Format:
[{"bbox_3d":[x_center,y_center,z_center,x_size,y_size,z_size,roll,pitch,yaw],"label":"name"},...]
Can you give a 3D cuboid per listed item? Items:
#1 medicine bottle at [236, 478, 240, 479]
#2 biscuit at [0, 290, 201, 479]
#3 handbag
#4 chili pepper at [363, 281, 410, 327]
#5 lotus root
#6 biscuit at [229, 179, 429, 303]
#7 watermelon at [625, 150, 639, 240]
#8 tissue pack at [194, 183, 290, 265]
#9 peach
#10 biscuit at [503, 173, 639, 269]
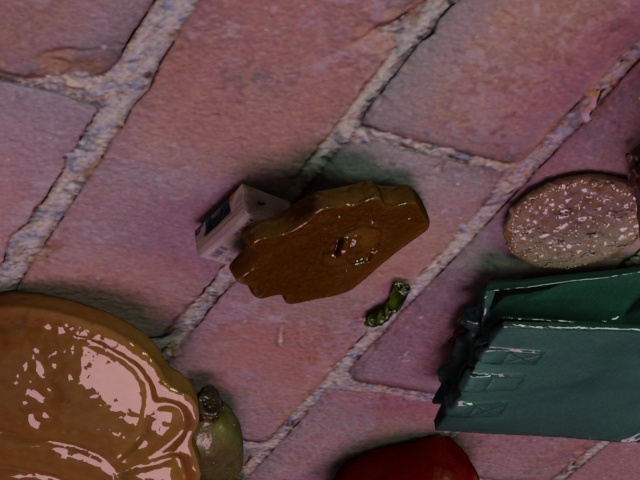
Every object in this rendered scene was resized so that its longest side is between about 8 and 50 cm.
[{"bbox_3d":[-0.210,0.353,2.174,0.260,0.064,0.095,-20,171,23],"label":"medicine bottle"},{"bbox_3d":[-0.280,0.209,1.853,0.312,0.057,0.351,2,124,4],"label":"biscuit"},{"bbox_3d":[0.274,0.119,1.907,0.274,0.100,0.269,1,148,-10],"label":"handbag"},{"bbox_3d":[0.072,0.070,1.862,0.027,0.022,0.083,-23,160,-42],"label":"chili pepper"},{"bbox_3d":[-0.132,0.229,2.000,0.090,0.077,0.183,-3,148,-5],"label":"lotus root"},{"bbox_3d":[-0.001,-0.002,1.683,0.182,0.034,0.215,-40,152,28],"label":"biscuit"},{"bbox_3d":[0.367,-0.100,1.572,0.180,0.224,0.305,32,145,23],"label":"watermelon"},{"bbox_3d":[-0.074,-0.012,1.696,0.062,0.042,0.083,19,136,-33],"label":"tissue pack"},{"bbox_3d":[0.103,0.325,2.151,0.190,0.192,0.190,25,169,5],"label":"peach"},{"bbox_3d":[0.258,-0.019,1.765,0.152,0.020,0.152,-5,143,-3],"label":"biscuit"}]
